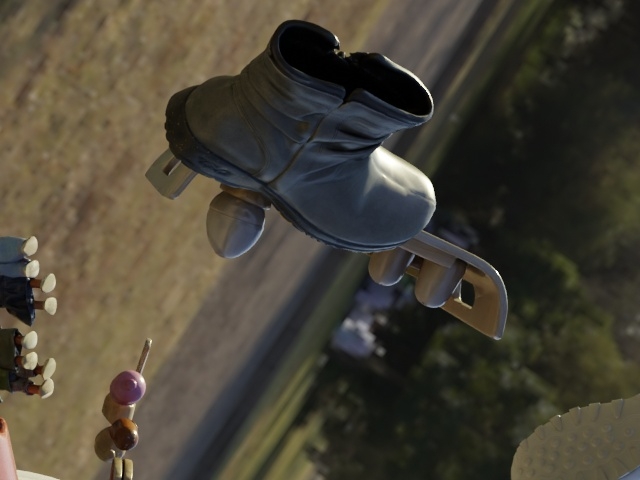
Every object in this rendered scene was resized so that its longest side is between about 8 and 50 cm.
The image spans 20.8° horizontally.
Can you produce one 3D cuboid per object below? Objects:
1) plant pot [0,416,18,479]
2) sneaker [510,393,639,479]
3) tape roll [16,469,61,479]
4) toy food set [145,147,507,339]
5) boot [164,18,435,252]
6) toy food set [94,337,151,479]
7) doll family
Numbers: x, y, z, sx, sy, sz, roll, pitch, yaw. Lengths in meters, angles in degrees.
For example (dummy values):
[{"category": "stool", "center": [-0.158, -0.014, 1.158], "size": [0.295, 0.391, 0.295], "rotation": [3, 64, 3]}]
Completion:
[{"category": "plant pot", "center": [-0.371, 0.304, 1.587], "size": [0.272, 0.272, 0.265], "rotation": [-25, 109, -76]}, {"category": "sneaker", "center": [0.292, 0.195, 1.604], "size": [0.235, 0.090, 0.095], "rotation": [-20, 142, 9]}, {"category": "tape roll", "center": [-0.335, 0.356, 1.859], "size": [0.286, 0.286, 0.100], "rotation": [-40, 148, -65]}, {"category": "toy food set", "center": [0.000, 0.000, 1.522], "size": [0.092, 0.306, 0.220], "rotation": [-65, -168, 2]}, {"category": "boot", "center": [0.025, -0.067, 1.235], "size": [0.161, 0.246, 0.083], "rotation": [-21, -124, 46]}, {"category": "toy food set", "center": [-0.119, 0.116, 1.018], "size": [0.122, 0.019, 0.078], "rotation": [-89, -164, -49]}, {"category": "doll family", "center": [-0.311, 0.064, 1.620], "size": [0.076, 0.111, 0.193], "rotation": [-9, 104, -66]}]
